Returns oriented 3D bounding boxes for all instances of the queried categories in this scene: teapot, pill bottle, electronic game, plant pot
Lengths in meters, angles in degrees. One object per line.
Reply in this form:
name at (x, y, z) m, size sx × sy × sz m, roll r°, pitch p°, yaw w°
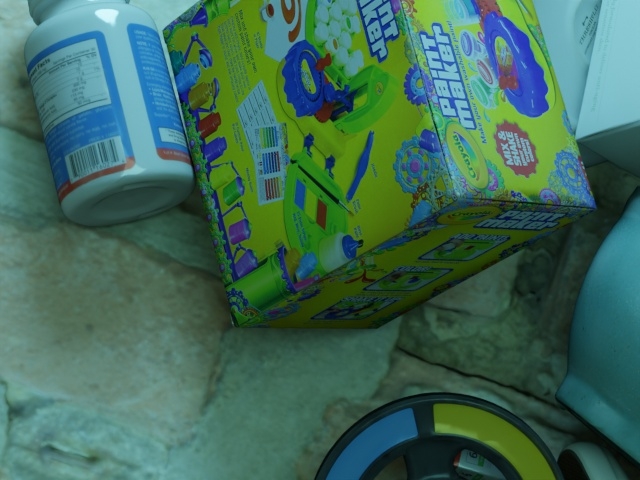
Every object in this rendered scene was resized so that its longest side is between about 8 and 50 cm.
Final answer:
teapot at (0.186, -0.180, 1.781) m, size 0.256 × 0.187 × 0.253 m, roll -13°, pitch 94°, yaw -44°
pill bottle at (-0.193, -0.135, 1.700) m, size 0.124 × 0.124 × 0.221 m, roll -10°, pitch 74°, yaw -16°
electronic game at (0.101, 0.243, 1.636) m, size 0.229 × 0.048 × 0.229 m, roll 0°, pitch 97°, yaw -4°
plant pot at (0.330, 0.119, 1.671) m, size 0.293 × 0.293 × 0.196 m, roll 39°, pitch 90°, yaw 2°

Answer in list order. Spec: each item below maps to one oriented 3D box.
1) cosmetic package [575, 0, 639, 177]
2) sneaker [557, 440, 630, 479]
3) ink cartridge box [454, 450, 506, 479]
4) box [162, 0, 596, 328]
cosmetic package at (0.423, -0.113, 1.727) m, size 0.365 × 0.155 × 0.197 m, roll 27°, pitch 65°, yaw -27°
sneaker at (0.303, 0.299, 1.683) m, size 0.123 × 0.106 × 0.290 m, roll -23°, pitch 89°, yaw -22°
ink cartridge box at (0.120, 0.196, 1.690) m, size 0.115 × 0.063 × 0.029 m, roll 16°, pitch 68°, yaw -6°
box at (0.041, -0.107, 1.627) m, size 0.177 × 0.279 × 0.290 m, roll 3°, pitch 66°, yaw -43°
